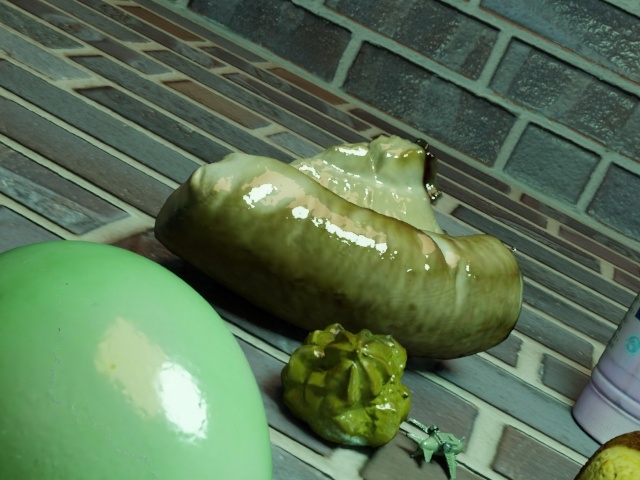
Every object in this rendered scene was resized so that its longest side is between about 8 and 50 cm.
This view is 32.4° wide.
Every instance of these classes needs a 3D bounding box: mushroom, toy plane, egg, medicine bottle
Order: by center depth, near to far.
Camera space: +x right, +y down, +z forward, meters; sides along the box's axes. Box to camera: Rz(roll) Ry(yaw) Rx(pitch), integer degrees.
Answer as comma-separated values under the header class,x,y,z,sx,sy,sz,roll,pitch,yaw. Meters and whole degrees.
class,x,y,z,sx,sy,sz,roll,pitch,yaw
egg,-0.145,0.121,0.673,0.220,0.220,0.269,12,27,-41
toy plane,0.125,0.212,1.140,0.083,0.033,0.080,9,34,-47
mushroom,0.009,0.031,1.301,0.397,0.224,0.313,-5,50,-45
medicine bottle,0.450,0.153,1.421,0.152,0.254,0.152,24,16,-7

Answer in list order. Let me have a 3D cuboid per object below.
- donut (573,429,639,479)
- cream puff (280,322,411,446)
class,x,y,z,sx,sy,sz,roll,pitch,yaw
donut,0.329,0.260,1.128,0.151,0.112,0.295,24,20,11
cream puff,0.033,0.134,1.103,0.146,0.116,0.146,21,19,-7
